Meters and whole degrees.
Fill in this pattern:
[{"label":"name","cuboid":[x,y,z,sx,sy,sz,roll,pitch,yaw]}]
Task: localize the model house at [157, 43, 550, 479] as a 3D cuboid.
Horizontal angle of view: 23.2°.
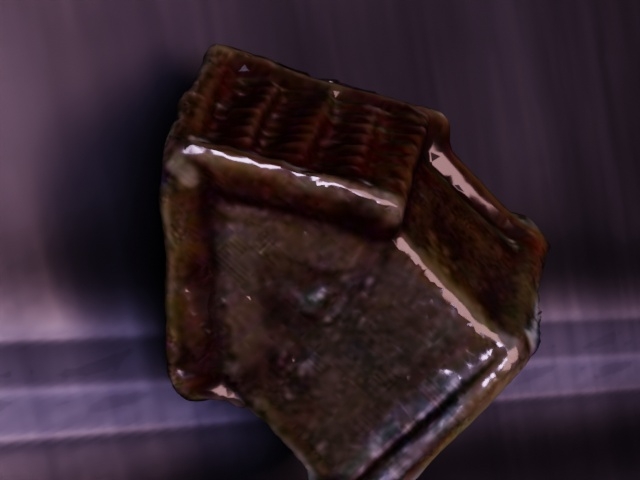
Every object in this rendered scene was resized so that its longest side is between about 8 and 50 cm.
[{"label":"model house","cuboid":[0.001,-0.003,0.559,0.152,0.106,0.165,48,23,-16]}]
